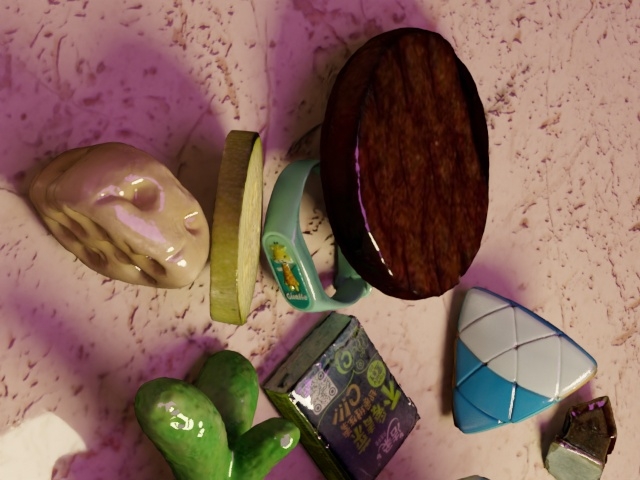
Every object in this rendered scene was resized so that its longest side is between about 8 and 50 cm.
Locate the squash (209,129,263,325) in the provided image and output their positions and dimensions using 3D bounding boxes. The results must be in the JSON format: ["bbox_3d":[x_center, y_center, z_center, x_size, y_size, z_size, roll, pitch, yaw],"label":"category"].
[{"bbox_3d":[-0.110,-0.018,1.613,0.049,0.252,0.252,6,92,3],"label":"squash"}]

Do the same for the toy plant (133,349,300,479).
[{"bbox_3d":[-0.147,0.334,1.605,0.317,0.211,0.356,-15,114,-73],"label":"toy plant"}]

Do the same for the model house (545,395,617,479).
[{"bbox_3d":[0.479,0.364,2.258,0.152,0.106,0.165,-59,164,-33],"label":"model house"}]

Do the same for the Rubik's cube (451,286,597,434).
[{"bbox_3d":[0.362,0.209,2.050,0.254,0.254,0.254,-6,99,-40],"label":"Rubik's cube"}]

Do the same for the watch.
[{"bbox_3d":[0.000,0.000,1.794,0.195,0.068,0.237,-47,125,-44],"label":"watch"}]

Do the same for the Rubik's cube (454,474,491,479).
[{"bbox_3d":[0.197,0.586,1.773,0.352,0.347,0.351,39,49,-12],"label":"Rubik's cube"}]

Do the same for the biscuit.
[{"bbox_3d":[0.130,-0.111,1.853,0.407,0.091,0.407,2,88,-56],"label":"biscuit"}]

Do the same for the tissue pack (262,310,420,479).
[{"bbox_3d":[0.036,0.245,1.865,0.173,0.073,0.235,-49,124,-25],"label":"tissue pack"}]

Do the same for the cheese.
[{"bbox_3d":[-0.238,-0.035,1.494,0.235,0.218,0.117,25,68,5],"label":"cheese"}]
